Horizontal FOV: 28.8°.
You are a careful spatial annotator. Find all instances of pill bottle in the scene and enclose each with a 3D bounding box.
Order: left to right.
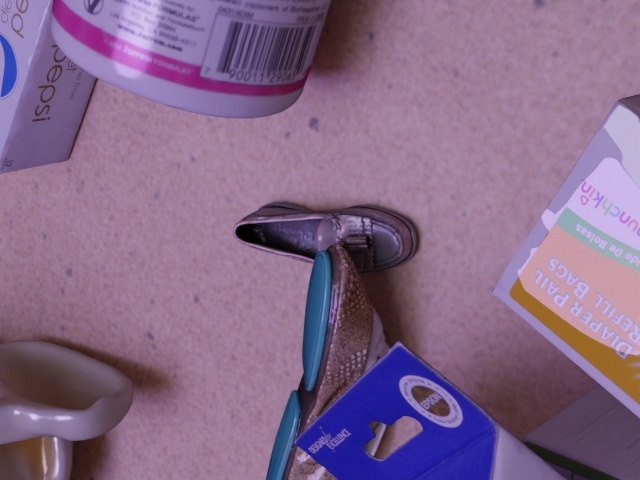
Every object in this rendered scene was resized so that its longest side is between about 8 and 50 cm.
[{"bbox_3d":[-0.047,-0.228,0.708,0.160,0.160,0.283,32,117,27],"label":"pill bottle"}]

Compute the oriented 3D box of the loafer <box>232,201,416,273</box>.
[{"bbox_3d":[0.000,0.000,0.799,0.125,0.039,0.045,7,105,35],"label":"loafer"}]

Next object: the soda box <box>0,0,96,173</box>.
[{"bbox_3d":[-0.196,-0.157,0.887,0.069,0.074,0.216,40,121,23],"label":"soda box"}]

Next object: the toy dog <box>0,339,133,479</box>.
[{"bbox_3d":[-0.339,0.287,0.970,0.395,0.285,0.407,17,110,46],"label":"toy dog"}]

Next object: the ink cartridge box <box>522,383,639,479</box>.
[{"bbox_3d":[0.213,0.146,0.633,0.209,0.109,0.062,18,111,32],"label":"ink cartridge box"}]

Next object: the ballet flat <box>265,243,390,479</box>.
[{"bbox_3d":[0.013,0.096,0.801,0.067,0.073,0.206,8,119,-10],"label":"ballet flat"}]

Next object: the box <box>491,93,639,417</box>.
[{"bbox_3d":[0.186,-0.001,0.559,0.114,0.203,0.103,42,121,22],"label":"box"}]

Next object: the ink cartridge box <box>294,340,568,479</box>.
[{"bbox_3d":[0.138,0.214,0.626,0.371,0.069,0.176,42,150,3],"label":"ink cartridge box"}]
